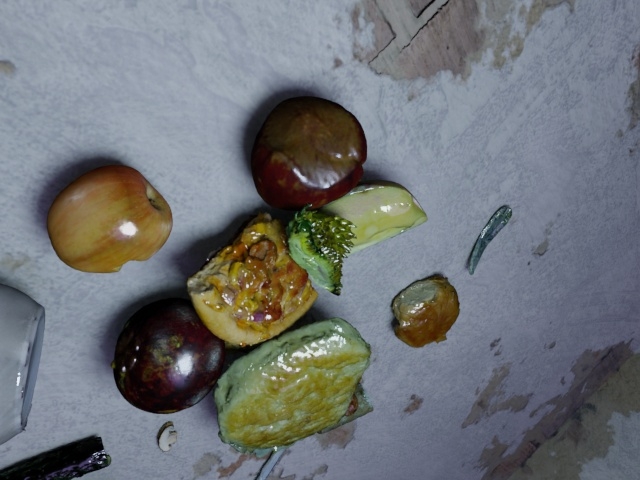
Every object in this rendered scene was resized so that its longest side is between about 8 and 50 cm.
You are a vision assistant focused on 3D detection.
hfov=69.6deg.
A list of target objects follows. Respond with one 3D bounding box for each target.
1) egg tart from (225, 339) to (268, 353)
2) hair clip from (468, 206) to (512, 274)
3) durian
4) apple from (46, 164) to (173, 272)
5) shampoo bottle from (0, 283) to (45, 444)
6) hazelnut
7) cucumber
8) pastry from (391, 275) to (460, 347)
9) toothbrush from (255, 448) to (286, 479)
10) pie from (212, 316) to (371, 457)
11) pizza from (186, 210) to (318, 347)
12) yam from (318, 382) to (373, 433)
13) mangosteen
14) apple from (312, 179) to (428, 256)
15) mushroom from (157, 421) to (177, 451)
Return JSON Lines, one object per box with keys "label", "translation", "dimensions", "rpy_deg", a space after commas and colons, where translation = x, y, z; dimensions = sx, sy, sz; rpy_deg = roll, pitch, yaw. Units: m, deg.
{"label": "egg tart", "translation": [-0.177, 0.195, 1.081], "dimensions": [0.191, 0.074, 0.191], "rpy_deg": [-12, 120, -22]}
{"label": "hair clip", "translation": [0.497, -0.002, 1.375], "dimensions": [0.066, 0.036, 0.229], "rpy_deg": [25, 96, -42]}
{"label": "durian", "translation": [0.002, 0.006, 0.918], "dimensions": [0.375, 0.132, 0.107], "rpy_deg": [66, 36, -58]}
{"label": "apple", "translation": [-0.358, -0.029, 0.786], "dimensions": [0.199, 0.199, 0.199], "rpy_deg": [-14, 123, -23]}
{"label": "shampoo bottle", "translation": [-0.591, 0.195, 0.712], "dimensions": [0.266, 0.273, 0.273], "rpy_deg": [6, 114, -26]}
{"label": "hazelnut", "translation": [-0.028, -0.166, 0.885], "dimensions": [0.233, 0.218, 0.218], "rpy_deg": [-25, 127, -19]}
{"label": "cucumber", "translation": [-0.627, 0.517, 1.008], "dimensions": [0.303, 0.072, 0.081], "rpy_deg": [-14, 124, -22]}
{"label": "pastry", "translation": [0.310, 0.206, 1.348], "dimensions": [0.218, 0.100, 0.229], "rpy_deg": [24, 108, -33]}
{"label": "toothbrush", "translation": [-0.155, 0.686, 1.404], "dimensions": [0.035, 0.042, 0.413], "rpy_deg": [26, 100, -37]}
{"label": "pie", "translation": [-0.070, 0.350, 1.122], "dimensions": [0.395, 0.180, 0.418], "rpy_deg": [-18, 139, -17]}
{"label": "pizza", "translation": [-0.117, 0.084, 0.966], "dimensions": [0.409, 0.114, 0.278], "rpy_deg": [26, 76, -62]}
{"label": "yam", "translation": [0.064, 0.492, 1.370], "dimensions": [0.194, 0.107, 0.107], "rpy_deg": [-13, 123, -24]}
{"label": "mangosteen", "translation": [-0.286, 0.239, 0.964], "dimensions": [0.231, 0.231, 0.289], "rpy_deg": [-50, 151, 5]}
{"label": "apple", "translation": [0.081, -0.068, 1.019], "dimensions": [0.265, 0.120, 0.193], "rpy_deg": [-24, 142, 12]}
{"label": "mushroom", "translation": [-0.389, 0.500, 1.170], "dimensions": [0.049, 0.019, 0.101], "rpy_deg": [0, 119, -29]}
